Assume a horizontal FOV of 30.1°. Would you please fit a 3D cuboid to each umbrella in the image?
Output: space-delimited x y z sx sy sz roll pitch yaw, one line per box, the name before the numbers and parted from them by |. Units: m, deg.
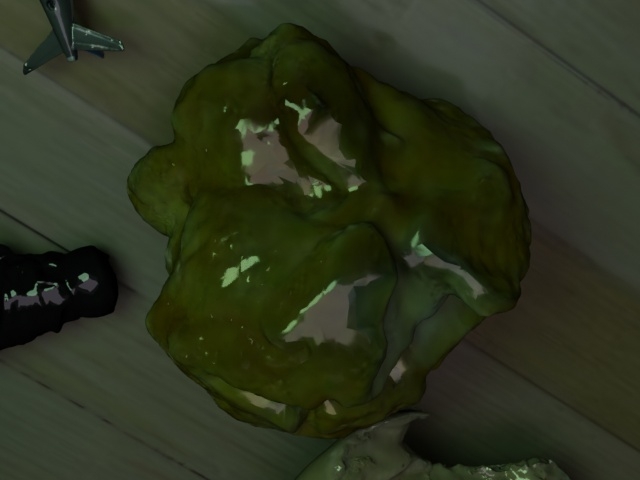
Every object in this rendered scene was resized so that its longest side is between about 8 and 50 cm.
umbrella | -0.329 0.062 0.892 0.357 0.106 0.113 -13 119 -4

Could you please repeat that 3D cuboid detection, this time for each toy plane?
toy plane | -0.194 -0.223 0.799 0.226 0.058 0.226 -9 111 19

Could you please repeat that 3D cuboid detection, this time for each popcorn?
popcorn | -0.006 -0.001 0.797 0.276 0.276 0.225 31 142 -12

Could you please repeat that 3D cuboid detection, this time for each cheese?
cheese | 0.083 0.250 0.909 0.266 0.127 0.233 12 126 -22
